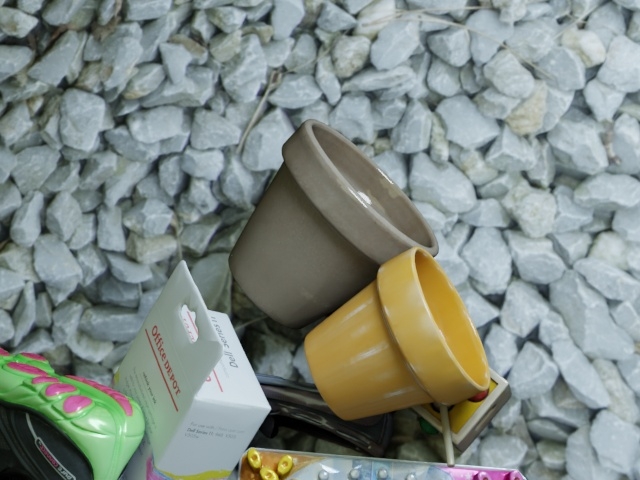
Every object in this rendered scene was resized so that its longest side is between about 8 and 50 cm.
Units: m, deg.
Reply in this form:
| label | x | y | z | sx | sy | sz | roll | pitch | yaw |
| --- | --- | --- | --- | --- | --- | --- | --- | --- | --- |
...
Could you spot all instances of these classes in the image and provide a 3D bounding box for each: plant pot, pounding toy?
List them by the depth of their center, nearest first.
| label | x | y | z | sx | sy | sz | roll | pitch | yaw |
| --- | --- | --- | --- | --- | --- | --- | --- | --- | --- |
| plant pot | 0.090 | 0.140 | 1.673 | 0.188 | 0.205 | 0.205 | -28 | 67 | 16 |
| pounding toy | 0.179 | 0.223 | 1.751 | 0.130 | 0.100 | 0.141 | 39 | 83 | 22 |
| plant pot | 0.000 | 0.000 | 1.812 | 0.229 | 0.263 | 0.263 | -46 | 67 | 14 |

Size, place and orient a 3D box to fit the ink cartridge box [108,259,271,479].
| label | x | y | z | sx | sy | sz | roll | pitch | yaw |
| --- | --- | --- | --- | --- | --- | --- | --- | --- | --- |
| ink cartridge box | -0.187 | 0.225 | 1.702 | 0.353 | 0.119 | 0.207 | -59 | 36 | 23 |

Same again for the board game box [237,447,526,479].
| label | x | y | z | sx | sy | sz | roll | pitch | yaw |
| --- | --- | --- | --- | --- | --- | --- | --- | --- | --- |
| board game box | 0.071 | 0.475 | 1.670 | 0.390 | 0.050 | 0.390 | 5 | 72 | 0 |

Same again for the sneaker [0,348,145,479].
| label | x | y | z | sx | sy | sz | roll | pitch | yaw |
| --- | --- | --- | --- | --- | --- | --- | --- | --- | --- |
| sneaker | -0.419 | 0.259 | 1.743 | 0.483 | 0.185 | 0.202 | 12 | 88 | 54 |

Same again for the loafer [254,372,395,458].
| label | x | y | z | sx | sy | sz | roll | pitch | yaw |
| --- | --- | --- | --- | --- | --- | --- | --- | --- | --- |
| loafer | -0.045 | 0.241 | 1.797 | 0.302 | 0.109 | 0.095 | 5 | 77 | 11 |
